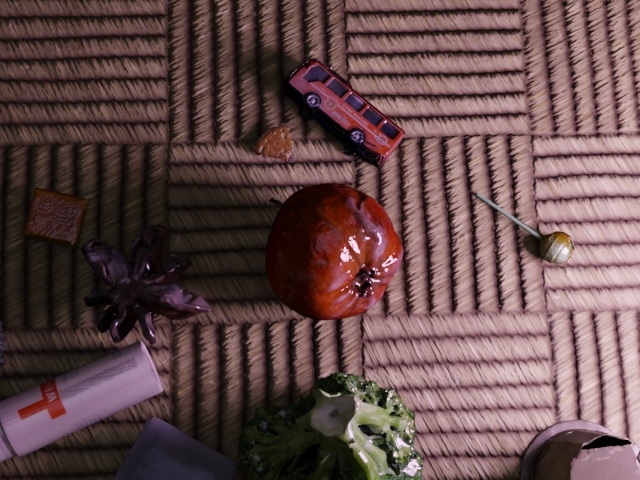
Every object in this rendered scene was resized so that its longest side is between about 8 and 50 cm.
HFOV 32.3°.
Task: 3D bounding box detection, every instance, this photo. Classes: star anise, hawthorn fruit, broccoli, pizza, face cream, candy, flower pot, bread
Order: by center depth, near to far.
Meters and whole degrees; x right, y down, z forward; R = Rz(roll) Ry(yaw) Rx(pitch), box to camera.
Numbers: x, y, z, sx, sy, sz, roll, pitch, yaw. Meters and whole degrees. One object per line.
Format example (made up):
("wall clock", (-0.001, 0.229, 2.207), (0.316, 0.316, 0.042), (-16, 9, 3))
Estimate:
("broccoli", (0.019, 0.339, 1.776), (0.307, 0.275, 0.308), (-6, 54, 8))
("flower pot", (0.453, 0.389, 1.816), (0.212, 0.202, 0.212), (1, 73, -4))
("candy", (-0.242, 0.392, 1.842), (0.174, 0.071, 0.138), (29, 77, 3))
("face cream", (-0.439, 0.280, 1.844), (0.345, 0.102, 0.102), (-24, 79, -10))
("hawthorn fruit", (0.000, 0.000, 1.877), (0.242, 0.242, 0.271), (-39, 50, -10))
("star anise", (-0.315, 0.068, 1.879), (0.198, 0.111, 0.257), (-29, 54, 0))
("bread", (-0.467, -0.041, 1.948), (0.094, 0.035, 0.090), (13, 76, 0))
("candy", (0.365, -0.028, 1.987), (0.202, 0.061, 0.061), (36, 78, 14))
("pizza", (-0.077, -0.166, 2.002), (0.083, 0.025, 0.078), (-36, 76, -3))

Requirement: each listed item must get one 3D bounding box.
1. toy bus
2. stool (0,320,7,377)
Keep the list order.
("toy bus", (0.039, -0.232, 2.004), (0.235, 0.073, 0.096), (42, 69, 6))
("stool", (-0.678, 0.161, 1.741), (0.297, 0.330, 0.297), (1, 78, -3))
